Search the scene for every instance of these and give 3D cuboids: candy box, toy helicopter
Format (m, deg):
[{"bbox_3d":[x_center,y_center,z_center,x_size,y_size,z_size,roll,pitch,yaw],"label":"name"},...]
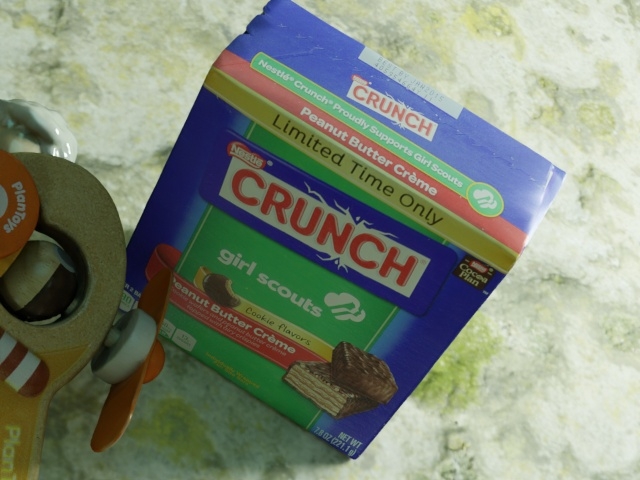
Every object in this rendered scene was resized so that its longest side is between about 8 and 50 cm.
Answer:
[{"bbox_3d":[0.000,0.000,1.218,0.268,0.317,0.122,32,46,0],"label":"candy box"},{"bbox_3d":[-0.217,0.110,1.121,0.235,0.140,0.355,12,75,-33],"label":"toy helicopter"}]

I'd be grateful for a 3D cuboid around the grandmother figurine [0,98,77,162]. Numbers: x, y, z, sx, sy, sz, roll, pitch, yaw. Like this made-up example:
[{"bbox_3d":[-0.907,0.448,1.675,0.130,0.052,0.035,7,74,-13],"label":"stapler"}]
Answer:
[{"bbox_3d":[-0.328,-0.024,1.231,0.342,0.104,0.208,-41,106,-45],"label":"grandmother figurine"}]
